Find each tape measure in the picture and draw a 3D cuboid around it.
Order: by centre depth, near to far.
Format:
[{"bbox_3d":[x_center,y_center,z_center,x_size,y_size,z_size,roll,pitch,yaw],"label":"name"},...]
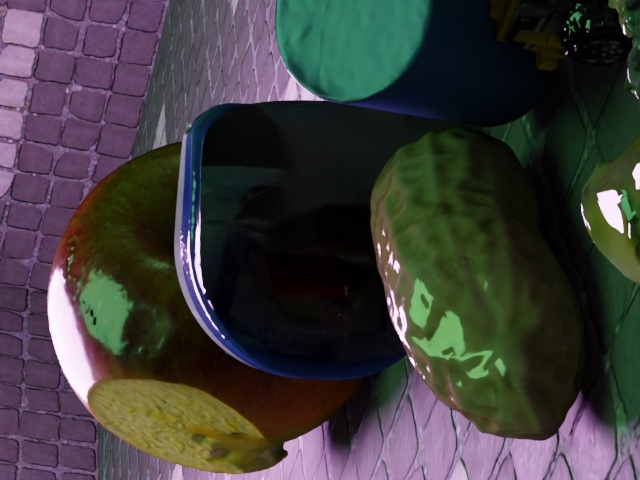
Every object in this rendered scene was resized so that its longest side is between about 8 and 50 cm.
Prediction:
[{"bbox_3d":[0.000,-0.002,1.659,0.138,0.259,0.262,-151,66,-77],"label":"tape measure"}]

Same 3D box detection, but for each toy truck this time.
[{"bbox_3d":[0.199,-0.223,1.247,0.286,0.111,0.136,122,151,-61],"label":"toy truck"}]

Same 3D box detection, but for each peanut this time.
[{"bbox_3d":[0.118,0.030,1.389,0.325,0.140,0.153,-106,-2,-49],"label":"peanut"}]

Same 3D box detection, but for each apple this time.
[{"bbox_3d":[-0.108,0.087,1.981,0.384,0.374,0.374,37,127,30],"label":"apple"}]

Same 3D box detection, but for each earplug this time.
[{"bbox_3d":[0.092,-0.152,1.403,0.132,0.273,0.132,-4,83,31],"label":"earplug"}]

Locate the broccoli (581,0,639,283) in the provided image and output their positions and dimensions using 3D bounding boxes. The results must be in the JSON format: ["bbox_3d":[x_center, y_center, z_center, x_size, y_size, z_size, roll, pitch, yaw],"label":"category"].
[{"bbox_3d":[0.233,-0.131,0.945,0.353,0.274,0.397,-62,-5,6],"label":"broccoli"}]
